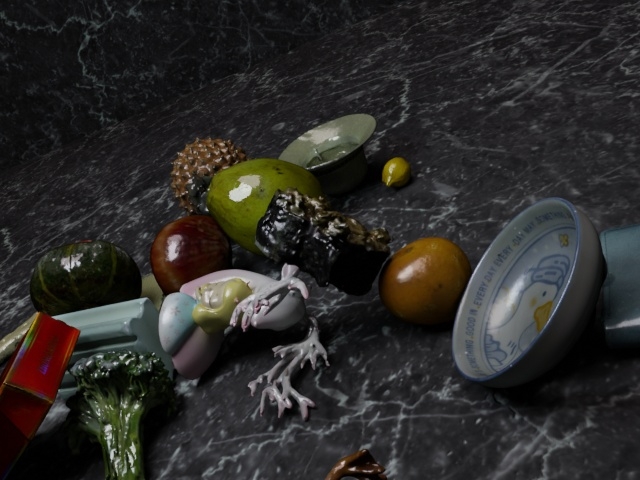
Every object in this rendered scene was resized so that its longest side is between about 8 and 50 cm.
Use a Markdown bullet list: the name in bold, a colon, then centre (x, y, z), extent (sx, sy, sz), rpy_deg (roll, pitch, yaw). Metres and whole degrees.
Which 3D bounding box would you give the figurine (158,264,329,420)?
- **figurine**: centre (-0.119, 0.156, 1.158), extent (0.316, 0.206, 0.284), rpy_deg (-19, 22, 27)

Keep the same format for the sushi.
- **sushi**: centre (0.000, 0.000, 1.098), extent (0.213, 0.115, 0.147), rpy_deg (29, 19, 10)

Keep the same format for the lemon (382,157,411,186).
- **lemon**: centre (0.170, -0.151, 1.552), extent (0.065, 0.065, 0.092), rpy_deg (-1, 37, 39)

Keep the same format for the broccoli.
- **broccoli**: centre (-0.354, 0.306, 1.131), extent (0.199, 0.177, 0.274), rpy_deg (-12, 43, 15)

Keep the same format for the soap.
- **soap**: centre (-0.412, 0.209, 1.315), extent (0.266, 0.159, 0.087), rpy_deg (-13, 30, 25)

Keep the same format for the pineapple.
- **pineapple**: centre (-0.252, -0.116, 1.686), extent (0.223, 0.222, 0.357), rpy_deg (-27, 28, -2)

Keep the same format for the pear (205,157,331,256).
- **pear**: centre (-0.108, -0.070, 1.452), extent (0.269, 0.212, 0.212), rpy_deg (19, 30, -9)

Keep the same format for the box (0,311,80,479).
- **box**: centre (-0.534, 0.301, 1.184), extent (0.313, 0.089, 0.197), rpy_deg (-53, 19, 21)

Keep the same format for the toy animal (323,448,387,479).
- **toy animal**: centre (0.016, 0.336, 0.778), extent (0.298, 0.122, 0.185), rpy_deg (-12, 31, 28)

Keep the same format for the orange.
- **orange**: centre (0.171, 0.069, 1.113), extent (0.155, 0.134, 0.154), rpy_deg (-31, 5, 3)

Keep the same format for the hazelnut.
- **hazelnut**: centre (-0.270, 0.033, 1.473), extent (0.178, 0.178, 0.204), rpy_deg (-15, 34, 20)

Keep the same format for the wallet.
- **wallet**: centre (0.513, 0.038, 0.947), extent (0.251, 0.054, 0.290), rpy_deg (-11, 30, 25)

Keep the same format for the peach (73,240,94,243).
- **peach**: centre (-0.553, 0.093, 1.606), extent (0.190, 0.190, 0.192), rpy_deg (-27, 20, -2)

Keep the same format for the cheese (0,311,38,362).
- **cheese**: centre (-0.714, 0.225, 1.671), extent (0.065, 0.043, 0.194), rpy_deg (12, 43, 43)

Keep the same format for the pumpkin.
- **pumpkin**: centre (-0.479, 0.091, 1.420), extent (0.224, 0.223, 0.157), rpy_deg (-21, 55, 10)

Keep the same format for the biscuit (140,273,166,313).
- **biscuit**: centre (-0.386, 0.156, 1.500), extent (0.150, 0.052, 0.252), rpy_deg (-27, 27, 11)

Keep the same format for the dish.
- **dish**: centre (0.309, 0.090, 0.940), extent (0.273, 0.134, 0.273), rpy_deg (-61, 9, 17)

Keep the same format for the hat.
- **hat**: centre (0.036, -0.181, 1.640), extent (0.257, 0.130, 0.257), rpy_deg (-20, 27, 11)
